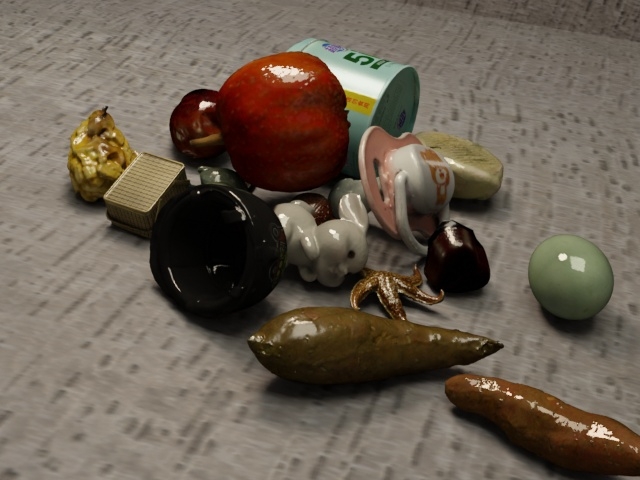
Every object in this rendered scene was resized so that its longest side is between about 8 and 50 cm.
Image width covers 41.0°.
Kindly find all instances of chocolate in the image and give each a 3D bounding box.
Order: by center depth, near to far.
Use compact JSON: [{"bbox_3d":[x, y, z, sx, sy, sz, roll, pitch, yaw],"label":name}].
[{"bbox_3d":[0.257,0.044,1.630,0.125,0.149,0.080,-32,35,7],"label":"chocolate"}]

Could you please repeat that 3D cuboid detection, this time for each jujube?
[{"bbox_3d":[-0.286,-0.278,2.025,0.168,0.168,0.236,-10,18,-25],"label":"jujube"}]

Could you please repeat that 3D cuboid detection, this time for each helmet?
[{"bbox_3d":[-0.165,0.017,1.521,0.278,0.231,0.160,5,4,43],"label":"helmet"}]

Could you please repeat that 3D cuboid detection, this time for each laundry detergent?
[{"bbox_3d":[0.036,-0.309,2.002,0.305,0.287,0.287,22,35,22],"label":"laundry detergent"}]

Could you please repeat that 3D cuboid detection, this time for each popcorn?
[{"bbox_3d":[-0.470,-0.171,1.831,0.140,0.163,0.194,-16,65,5],"label":"popcorn"}]

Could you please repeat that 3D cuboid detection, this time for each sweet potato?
[{"bbox_3d":[0.350,0.284,1.289,0.354,0.095,0.106,18,-13,37],"label":"sweet potato"},{"bbox_3d":[0.083,0.173,1.390,0.422,0.131,0.130,4,31,-16],"label":"sweet potato"}]

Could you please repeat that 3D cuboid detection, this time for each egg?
[{"bbox_3d":[0.466,0.067,1.604,0.149,0.149,0.192,0,26,-10],"label":"egg"}]

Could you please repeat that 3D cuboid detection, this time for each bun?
[{"bbox_3d":[0.310,-0.164,1.977,0.210,0.116,0.237,-12,43,-46],"label":"bun"}]

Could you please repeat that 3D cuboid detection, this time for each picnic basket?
[{"bbox_3d":[-0.349,-0.094,1.733,0.115,0.079,0.164,17,53,19],"label":"picnic basket"}]

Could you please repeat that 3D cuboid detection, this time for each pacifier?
[{"bbox_3d":[0.154,-0.109,1.767,0.273,0.221,0.332,26,15,30],"label":"pacifier"}]

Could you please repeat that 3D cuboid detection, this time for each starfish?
[{"bbox_3d":[0.119,0.081,1.606,0.213,0.057,0.238,-8,35,-36],"label":"starfish"}]

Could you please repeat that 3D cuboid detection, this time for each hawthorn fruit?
[{"bbox_3d":[-0.102,-0.229,1.742,0.330,0.287,0.287,-12,34,-8],"label":"hawthorn fruit"}]

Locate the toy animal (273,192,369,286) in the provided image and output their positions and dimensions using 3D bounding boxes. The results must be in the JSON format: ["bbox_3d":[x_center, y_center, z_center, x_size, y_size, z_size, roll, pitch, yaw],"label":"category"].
[{"bbox_3d":[-0.005,-0.007,1.628,0.193,0.128,0.179,3,44,1],"label":"toy animal"}]

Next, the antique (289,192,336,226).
[{"bbox_3d":[-0.023,-0.051,1.750,0.104,0.104,0.104,5,31,-3],"label":"antique"}]

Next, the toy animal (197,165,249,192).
[{"bbox_3d":[-0.195,-0.061,1.725,0.138,0.108,0.236,-3,33,-18],"label":"toy animal"}]

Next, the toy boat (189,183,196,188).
[{"bbox_3d":[-0.327,-0.122,1.851,0.141,0.060,0.055,9,7,-6],"label":"toy boat"}]

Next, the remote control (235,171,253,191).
[{"bbox_3d":[-0.159,-0.158,1.967,0.059,0.028,0.212,18,33,10],"label":"remote control"}]
